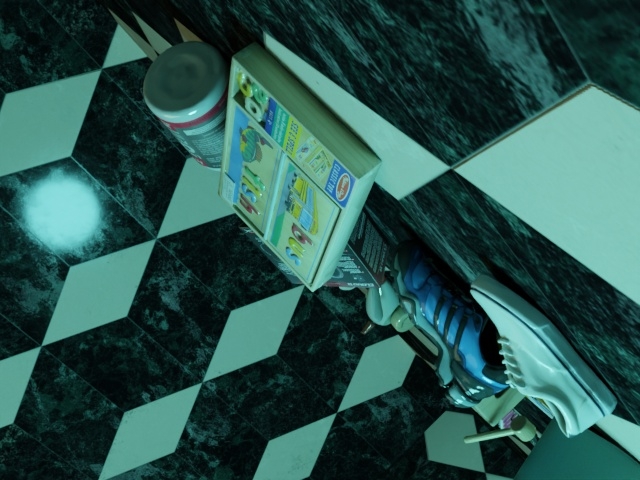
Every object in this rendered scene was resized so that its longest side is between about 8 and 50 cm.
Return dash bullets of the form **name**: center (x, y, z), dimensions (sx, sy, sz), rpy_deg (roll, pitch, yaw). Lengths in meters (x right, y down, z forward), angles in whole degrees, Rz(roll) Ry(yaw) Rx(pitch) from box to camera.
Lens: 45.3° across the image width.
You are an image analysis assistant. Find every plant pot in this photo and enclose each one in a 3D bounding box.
- **plant pot**: center (0.483, 0.442, 1.306), dimensions (0.234, 0.165, 0.165), rpy_deg (25, 162, 46)

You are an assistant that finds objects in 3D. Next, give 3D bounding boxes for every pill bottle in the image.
- **pill bottle**: center (-0.220, -0.253, 1.600), dimensions (0.176, 0.176, 0.318), rpy_deg (44, 176, 28)

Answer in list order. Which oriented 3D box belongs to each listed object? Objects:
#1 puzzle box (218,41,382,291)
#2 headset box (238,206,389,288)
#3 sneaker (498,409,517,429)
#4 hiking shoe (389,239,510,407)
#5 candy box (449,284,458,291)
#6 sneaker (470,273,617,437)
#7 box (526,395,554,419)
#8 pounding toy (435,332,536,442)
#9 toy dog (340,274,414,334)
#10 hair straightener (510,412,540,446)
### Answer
- **puzzle box**: center (-0.054, -0.097, 1.265), dimensions (0.272, 0.052, 0.409), rpy_deg (45, 154, 13)
- **headset box**: center (0.000, 0.000, 1.586), dimensions (0.218, 0.110, 0.293), rpy_deg (1, 152, 27)
- **sneaker**: center (0.518, 0.493, 2.219), dimensions (0.075, 0.063, 0.170), rpy_deg (42, 169, 48)
- **hiking shoe**: center (0.231, 0.123, 1.297), dimensions (0.113, 0.132, 0.304), rpy_deg (-17, -102, -57)
- **candy box**: center (0.219, 0.101, 1.489), dimensions (0.105, 0.027, 0.206), rpy_deg (61, 170, -29)
- **sneaker**: center (0.283, 0.158, 1.024), dimensions (0.258, 0.091, 0.094), rpy_deg (46, 176, -1)
- **box**: center (0.442, 0.318, 1.471), dimensions (0.136, 0.028, 0.081), rpy_deg (40, 173, 42)
- **pounding toy**: center (0.297, 0.269, 1.358), dimensions (0.094, 0.181, 0.206), rpy_deg (49, 176, -29)
- **toy dog**: center (0.139, 0.167, 2.195), dimensions (0.333, 0.161, 0.220), rpy_deg (49, 175, -31)
- **hair straightener**: center (0.593, 0.539, 2.084), dimensions (0.089, 0.047, 0.230), rpy_deg (50, 179, -38)
